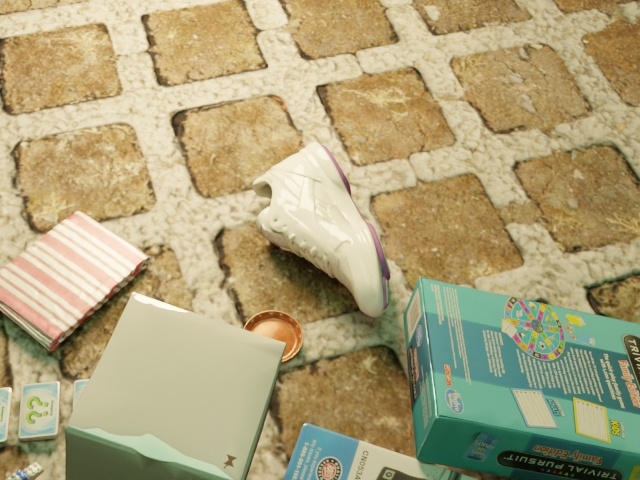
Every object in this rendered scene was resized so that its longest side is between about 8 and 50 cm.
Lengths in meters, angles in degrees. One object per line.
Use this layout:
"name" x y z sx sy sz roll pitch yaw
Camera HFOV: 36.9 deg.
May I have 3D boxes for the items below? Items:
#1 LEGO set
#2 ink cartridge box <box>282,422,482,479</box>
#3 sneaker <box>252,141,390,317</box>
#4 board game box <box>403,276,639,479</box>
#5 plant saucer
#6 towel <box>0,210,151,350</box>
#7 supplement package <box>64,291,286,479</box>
"LEGO set" -0.349 0.275 1.160 0.182 0.060 0.244 -4 55 -3
"ink cartridge box" 0.089 0.370 1.081 0.307 0.129 0.223 17 54 7
"sneaker" 0.000 0.000 1.375 0.152 0.114 0.305 -24 54 -5
"board game box" 0.279 0.184 1.192 0.336 0.079 0.253 13 35 -8
"plant saucer" -0.065 0.134 1.312 0.083 0.013 0.083 2 53 -3
"towel" -0.355 0.051 1.342 0.144 0.029 0.197 33 55 18
"supplement package" -0.163 0.227 1.045 0.177 0.293 0.175 19 50 0
